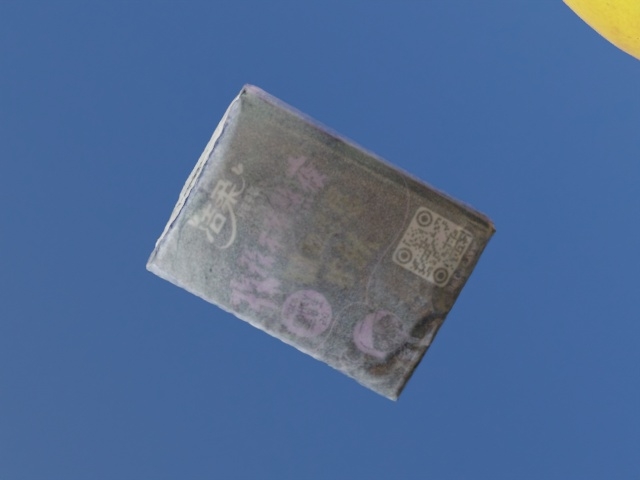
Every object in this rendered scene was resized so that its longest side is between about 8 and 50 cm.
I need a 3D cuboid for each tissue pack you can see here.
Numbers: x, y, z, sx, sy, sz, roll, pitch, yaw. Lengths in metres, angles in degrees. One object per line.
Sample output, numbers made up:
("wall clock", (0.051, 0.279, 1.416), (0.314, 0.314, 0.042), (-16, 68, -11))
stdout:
("tissue pack", (0.000, 0.000, 0.654), (0.156, 0.051, 0.112), (29, -82, -6))

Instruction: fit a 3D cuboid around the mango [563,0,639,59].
("mango", (0.245, -0.229, 0.870), (0.317, 0.211, 0.173), (26, -88, -39))
